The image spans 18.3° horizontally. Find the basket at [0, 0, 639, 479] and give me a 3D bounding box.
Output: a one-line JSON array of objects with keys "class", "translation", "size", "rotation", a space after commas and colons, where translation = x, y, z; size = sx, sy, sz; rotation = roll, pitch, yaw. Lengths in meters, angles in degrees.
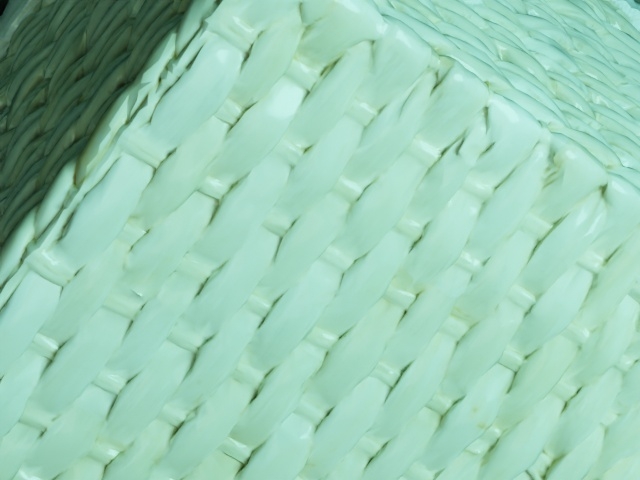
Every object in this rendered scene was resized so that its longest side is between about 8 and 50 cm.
[{"class": "basket", "translation": [0.000, 0.000, 0.941], "size": [0.328, 0.266, 0.331], "rotation": [31, 111, -23]}]
